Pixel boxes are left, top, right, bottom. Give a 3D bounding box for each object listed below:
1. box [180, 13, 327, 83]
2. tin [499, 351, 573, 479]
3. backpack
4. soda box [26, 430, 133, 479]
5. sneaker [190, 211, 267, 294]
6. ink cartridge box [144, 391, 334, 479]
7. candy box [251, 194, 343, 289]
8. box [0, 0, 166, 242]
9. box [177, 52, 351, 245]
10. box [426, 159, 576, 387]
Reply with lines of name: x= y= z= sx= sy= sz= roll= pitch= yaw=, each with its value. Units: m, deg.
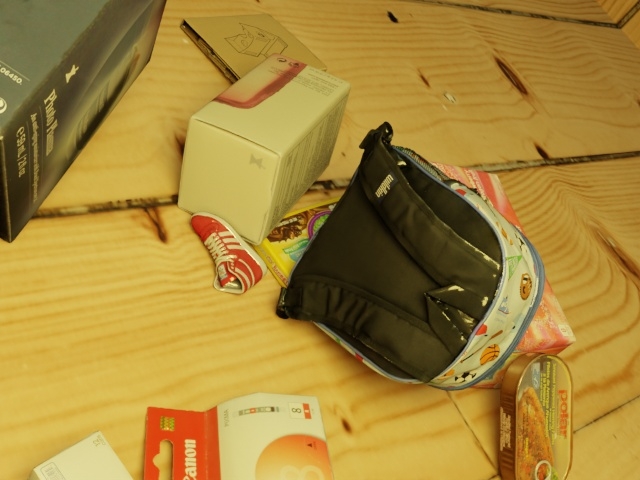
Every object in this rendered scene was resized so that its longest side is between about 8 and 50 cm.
box: x=-0.108 y=-0.319 z=1.263 sx=0.201 sy=0.021 sz=0.164 roll=-22 pitch=62 yaw=-45
tin: x=0.277 y=0.236 z=0.974 sx=0.106 sy=0.040 sz=0.189 roll=0 pitch=92 yaw=-28
backpack: x=0.120 y=0.046 z=0.895 sx=0.213 sy=0.276 sz=0.263 roll=16 pitch=19 yaw=-40
soda box: x=-0.169 y=0.278 z=0.651 sx=0.069 sy=0.074 sz=0.216 roll=-25 pitch=71 yaw=-46
sneaker: x=-0.125 y=0.017 z=0.944 sx=0.118 sy=0.042 sz=0.067 roll=41 pitch=37 yaw=-1
ink cartridge box: x=-0.080 y=0.210 z=0.753 sx=0.180 sy=0.045 sz=0.145 roll=10 pitch=32 yaw=-17
candy box: x=0.000 y=0.000 z=1.064 sx=0.206 sy=0.027 sz=0.105 roll=-22 pitch=70 yaw=-45
box: x=-0.292 y=-0.194 z=0.746 sx=0.183 sy=0.296 sz=0.294 roll=32 pitch=66 yaw=-9
box: x=-0.071 y=-0.129 z=1.016 sx=0.127 sy=0.148 sz=0.232 roll=25 pitch=39 yaw=10
box: x=0.208 y=0.047 z=1.087 sx=0.154 sy=0.142 sz=0.299 roll=8 pitch=50 yaw=-31
